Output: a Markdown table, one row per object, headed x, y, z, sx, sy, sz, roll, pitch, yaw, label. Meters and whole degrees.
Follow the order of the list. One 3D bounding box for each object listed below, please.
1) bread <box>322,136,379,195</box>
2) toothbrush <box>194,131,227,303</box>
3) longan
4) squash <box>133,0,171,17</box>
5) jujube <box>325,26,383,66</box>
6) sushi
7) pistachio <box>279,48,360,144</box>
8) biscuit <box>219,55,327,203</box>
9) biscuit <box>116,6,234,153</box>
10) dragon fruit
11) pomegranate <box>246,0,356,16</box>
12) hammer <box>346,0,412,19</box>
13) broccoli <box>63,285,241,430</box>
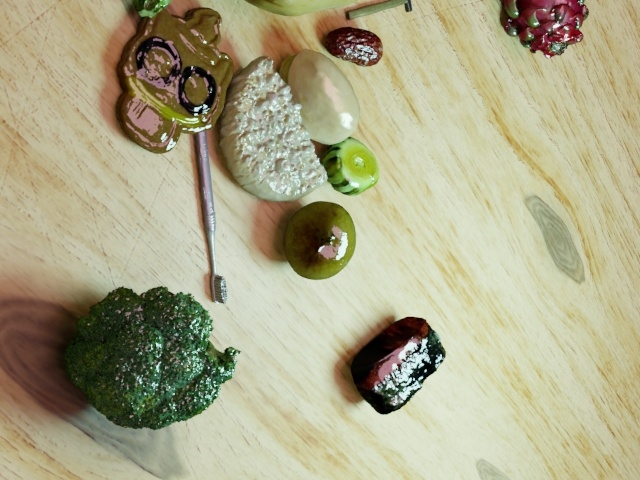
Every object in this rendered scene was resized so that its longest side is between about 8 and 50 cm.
| x | y | z | sx | sy | sz | roll | pitch | yaw | label |
| --- | --- | --- | --- | --- | --- | --- | --- | --- | --- |
| 0.058 | -0.149 | 1.828 | 0.130 | 0.071 | 0.139 | 52 | 40 | -19 | bread |
| -0.202 | -0.053 | 1.641 | 0.024 | 0.029 | 0.353 | -16 | 105 | -45 | toothbrush |
| 0.000 | 0.000 | 1.742 | 0.145 | 0.176 | 0.154 | -9 | 93 | -5 | longan |
| -0.260 | -0.472 | 1.508 | 0.068 | 0.077 | 0.219 | 70 | 38 | -67 | squash |
| 0.068 | -0.400 | 1.826 | 0.129 | 0.077 | 0.077 | 2 | 93 | -32 | jujube |
| 0.169 | 0.273 | 1.951 | 0.225 | 0.136 | 0.126 | -37 | 110 | -28 | sushi |
| -0.001 | -0.277 | 1.742 | 0.145 | 0.117 | 0.200 | -49 | 123 | -22 | pistachio |
| -0.109 | -0.191 | 1.678 | 0.179 | 0.084 | 0.281 | -37 | 116 | -29 | biscuit |
| -0.247 | -0.288 | 1.553 | 0.208 | 0.041 | 0.290 | 34 | 72 | -34 | biscuit |
| 0.537 | -0.584 | 2.162 | 0.273 | 0.218 | 0.198 | 38 | 32 | -33 | dragon fruit |
| -0.031 | -0.556 | 1.553 | 0.333 | 0.333 | 0.332 | -6 | 99 | -42 | pomegranate |
| 0.126 | -0.505 | 1.903 | 0.199 | 0.013 | 0.062 | -26 | 111 | -38 | hammer |
| -0.284 | 0.188 | 1.476 | 0.261 | 0.269 | 0.241 | 40 | 31 | -16 | broccoli |
